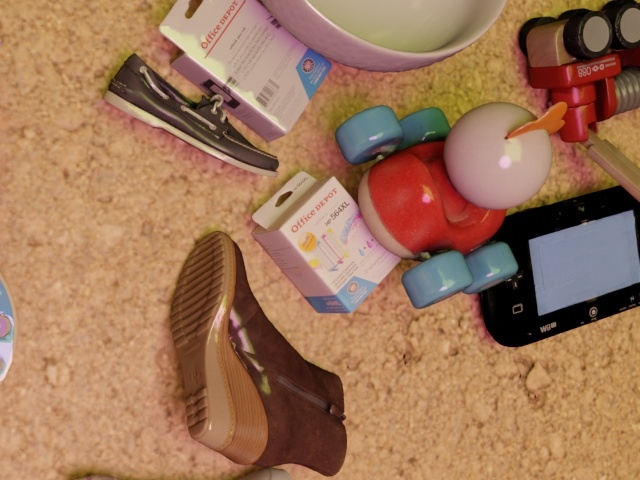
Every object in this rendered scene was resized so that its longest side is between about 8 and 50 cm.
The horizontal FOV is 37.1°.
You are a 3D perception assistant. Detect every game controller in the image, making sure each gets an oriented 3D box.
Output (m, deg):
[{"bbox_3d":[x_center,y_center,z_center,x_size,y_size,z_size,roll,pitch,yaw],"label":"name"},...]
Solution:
[{"bbox_3d":[0.336,0.026,1.233,0.319,0.067,0.167,-15,93,-24],"label":"game controller"}]

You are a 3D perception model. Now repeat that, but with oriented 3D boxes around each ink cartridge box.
[{"bbox_3d":[-0.090,-0.207,1.058,0.180,0.060,0.104,38,73,-18],"label":"ink cartridge box"},{"bbox_3d":[0.000,0.000,1.070,0.092,0.090,0.143,-46,105,-20],"label":"ink cartridge box"}]

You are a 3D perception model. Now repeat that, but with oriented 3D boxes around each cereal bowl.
[{"bbox_3d":[0.046,-0.343,1.075,0.338,0.141,0.339,5,79,-28],"label":"cereal bowl"}]

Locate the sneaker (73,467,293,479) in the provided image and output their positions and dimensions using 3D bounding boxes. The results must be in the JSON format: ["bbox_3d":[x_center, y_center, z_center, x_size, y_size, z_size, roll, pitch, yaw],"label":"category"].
[{"bbox_3d":[-0.167,0.289,0.963,0.305,0.114,0.152,-23,97,-24],"label":"sneaker"}]

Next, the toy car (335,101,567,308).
[{"bbox_3d":[0.179,-0.077,1.031,0.210,0.238,0.219,-9,71,-52],"label":"toy car"}]

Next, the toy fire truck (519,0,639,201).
[{"bbox_3d":[0.396,-0.184,1.240,0.217,0.158,0.247,-17,106,-25],"label":"toy fire truck"}]

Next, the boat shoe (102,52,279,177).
[{"bbox_3d":[-0.128,-0.131,1.025,0.206,0.075,0.065,26,92,-16],"label":"boat shoe"}]

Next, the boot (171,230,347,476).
[{"bbox_3d":[-0.060,0.128,1.048,0.206,0.090,0.249,24,53,-42],"label":"boot"}]

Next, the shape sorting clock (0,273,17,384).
[{"bbox_3d":[-0.396,0.088,0.913,0.206,0.040,0.206,1,86,-24],"label":"shape sorting clock"}]
